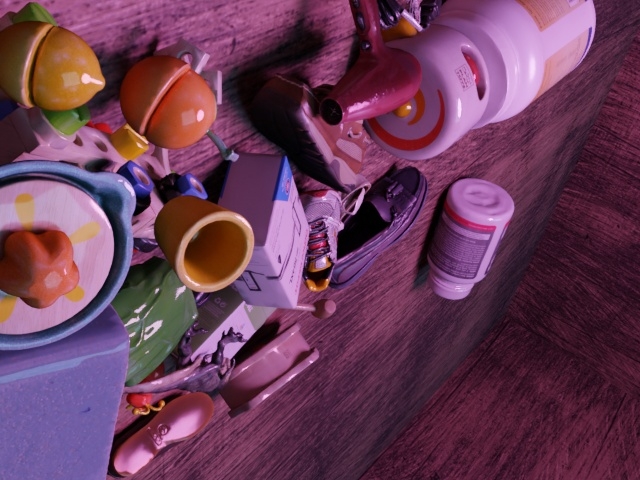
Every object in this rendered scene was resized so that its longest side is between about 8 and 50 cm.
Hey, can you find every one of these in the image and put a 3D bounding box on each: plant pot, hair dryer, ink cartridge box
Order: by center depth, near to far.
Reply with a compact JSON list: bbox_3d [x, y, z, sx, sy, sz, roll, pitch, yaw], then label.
[{"bbox_3d":[-0.343,0.123,0.556,0.252,0.247,0.248,-10,130,-41],"label":"plant pot"},{"bbox_3d":[0.057,-0.269,0.869,0.223,0.080,0.294,30,65,-38],"label":"hair dryer"},{"bbox_3d":[-0.081,-0.009,0.966,0.203,0.085,0.148,71,26,-60],"label":"ink cartridge box"},{"bbox_3d":[-0.154,0.130,1.096,0.209,0.062,0.109,-47,153,-20],"label":"ink cartridge box"}]

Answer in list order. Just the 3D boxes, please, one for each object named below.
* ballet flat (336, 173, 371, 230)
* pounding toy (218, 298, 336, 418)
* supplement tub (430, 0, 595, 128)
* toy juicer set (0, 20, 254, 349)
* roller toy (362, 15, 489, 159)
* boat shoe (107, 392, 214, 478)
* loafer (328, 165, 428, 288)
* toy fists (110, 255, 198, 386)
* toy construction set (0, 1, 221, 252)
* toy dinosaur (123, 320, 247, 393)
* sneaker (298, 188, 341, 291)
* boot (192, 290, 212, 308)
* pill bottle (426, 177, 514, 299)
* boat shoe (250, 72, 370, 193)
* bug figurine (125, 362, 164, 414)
[{"bbox_3d":[0.032,-0.051,1.227,0.168,0.052,0.057,-55,156,-1],"label":"ballet flat"},{"bbox_3d":[-0.100,0.198,1.275,0.269,0.155,0.154,-34,177,-22],"label":"pounding toy"},{"bbox_3d":[0.322,-0.347,1.183,0.316,0.228,0.228,-37,149,-36],"label":"supplement tub"},{"bbox_3d":[-0.191,-0.023,0.418,0.328,0.089,0.209,-18,125,-32],"label":"toy juicer set"},{"bbox_3d":[0.157,-0.234,1.050,0.146,0.191,0.209,-39,154,-44],"label":"roller toy"},{"bbox_3d":[-0.275,0.321,1.117,0.207,0.073,0.073,-26,179,-43],"label":"boat shoe"},{"bbox_3d":[0.105,-0.036,1.323,0.302,0.109,0.095,-49,151,-8],"label":"loafer"},{"bbox_3d":[-0.238,0.041,0.745,0.142,0.096,0.279,-51,142,-43],"label":"toy fists"},{"bbox_3d":[-0.205,-0.102,0.592,0.151,0.215,0.327,-38,170,26],"label":"toy construction set"},{"bbox_3d":[-0.179,0.174,0.957,0.118,0.064,0.268,-59,153,8],"label":"toy dinosaur"},{"bbox_3d":[0.000,0.000,1.148,0.088,0.093,0.225,-8,139,-7],"label":"sneaker"},{"bbox_3d":[-0.169,0.034,0.974,0.121,0.045,0.099,-49,158,-32],"label":"boot"},{"bbox_3d":[0.390,0.006,1.800,0.176,0.176,0.319,-34,147,-40],"label":"pill bottle"},{"bbox_3d":[-0.001,-0.170,0.964,0.120,0.122,0.324,-61,164,-3],"label":"boat shoe"},{"bbox_3d":[-0.289,0.174,0.894,0.279,0.072,0.216,-7,127,-58],"label":"bug figurine"}]
